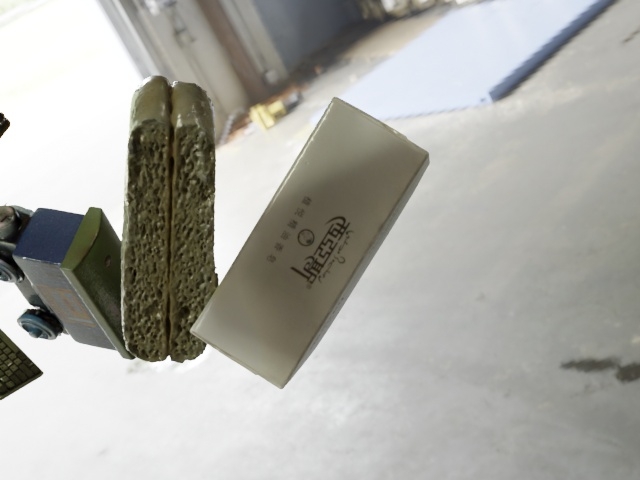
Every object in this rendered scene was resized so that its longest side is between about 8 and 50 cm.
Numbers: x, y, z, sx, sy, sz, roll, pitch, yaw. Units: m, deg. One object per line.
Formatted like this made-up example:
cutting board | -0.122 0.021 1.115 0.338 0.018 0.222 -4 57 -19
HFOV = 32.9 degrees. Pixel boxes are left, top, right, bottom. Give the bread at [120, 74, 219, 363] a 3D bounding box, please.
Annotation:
bread | -0.169 -0.034 1.183 0.102 0.337 0.183 -2 35 -13

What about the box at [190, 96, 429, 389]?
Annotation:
box | 0.000 0.000 1.066 0.260 0.111 0.194 -56 -4 4

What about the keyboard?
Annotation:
keyboard | -0.298 0.082 0.931 0.049 0.129 0.015 -34 -21 -42

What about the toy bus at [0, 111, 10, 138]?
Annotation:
toy bus | -0.307 -0.104 0.764 0.069 0.162 0.074 -59 18 -23

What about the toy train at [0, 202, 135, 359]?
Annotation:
toy train | -0.379 0.062 1.626 0.202 0.299 0.131 10 59 19
